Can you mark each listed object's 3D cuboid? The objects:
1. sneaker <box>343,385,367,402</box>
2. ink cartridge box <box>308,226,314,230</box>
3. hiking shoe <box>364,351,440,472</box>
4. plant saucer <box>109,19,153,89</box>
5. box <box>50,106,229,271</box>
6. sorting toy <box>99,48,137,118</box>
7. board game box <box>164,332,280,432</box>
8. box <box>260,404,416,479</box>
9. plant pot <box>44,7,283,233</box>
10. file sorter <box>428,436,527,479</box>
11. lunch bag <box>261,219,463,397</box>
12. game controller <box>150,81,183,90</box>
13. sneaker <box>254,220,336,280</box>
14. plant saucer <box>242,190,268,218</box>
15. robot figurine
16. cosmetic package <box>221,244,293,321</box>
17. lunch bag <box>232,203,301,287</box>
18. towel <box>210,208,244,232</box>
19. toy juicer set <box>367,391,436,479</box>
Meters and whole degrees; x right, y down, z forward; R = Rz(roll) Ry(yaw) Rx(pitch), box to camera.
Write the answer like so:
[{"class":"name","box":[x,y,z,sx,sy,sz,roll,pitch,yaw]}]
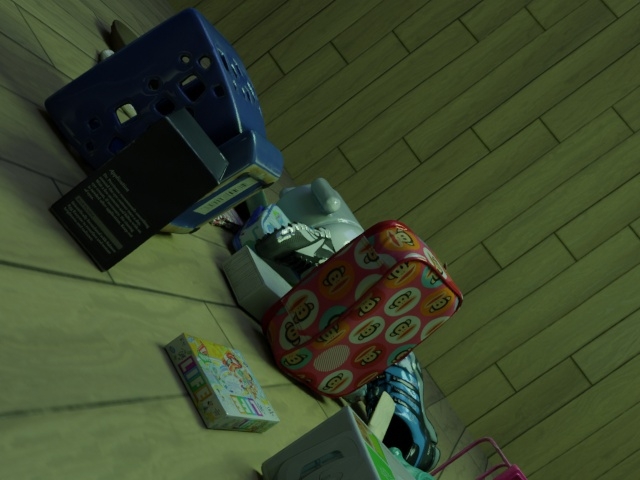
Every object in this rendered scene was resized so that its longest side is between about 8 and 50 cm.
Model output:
[{"class":"sneaker","box":[0.018,0.198,1.456,0.125,0.104,0.262,63,5,-45]},{"class":"ink cartridge box","box":[-0.040,0.043,1.668,0.088,0.122,0.052,56,2,16]},{"class":"hiking shoe","box":[0.135,0.292,1.454,0.132,0.113,0.304,16,48,-60]},{"class":"plant saucer","box":[-0.388,-0.378,1.764,0.278,0.041,0.278,53,6,-9]},{"class":"box","box":[-0.194,-0.063,0.868,0.093,0.158,0.156,52,5,-13]},{"class":"sorting toy","box":[-0.345,-0.270,1.480,0.193,0.038,0.208,51,7,-30]},{"class":"board game box","box":[-0.107,0.164,0.875,0.103,0.026,0.154,56,6,22]},{"class":"box","box":[0.075,0.347,0.797,0.262,0.127,0.231,52,4,-29]},{"class":"plant pot","box":[-0.187,-0.140,1.058,0.212,0.236,0.236,60,5,7]},{"class":"file sorter","box":[0.308,0.514,1.315,0.291,0.202,0.182,53,3,-9]},{"class":"lunch bag","box":[0.080,0.125,1.239,0.258,0.293,0.120,41,14,-47]},{"class":"game controller","box":[-0.244,-0.220,1.560,0.166,0.067,0.319,46,-10,32]},{"class":"sneaker","box":[-0.028,0.029,1.363,0.234,0.078,0.106,4,57,-64]},{"class":"plant saucer","box":[-0.181,-0.162,1.739,0.317,0.043,0.318,158,-90,-83]},{"class":"robot figurine","box":[0.000,0.000,1.836,0.353,0.199,0.300,-119,-155,-49]},{"class":"cosmetic package","box":[-0.070,0.112,1.314,0.239,0.060,0.099,47,11,-47]},{"class":"lunch bag","box":[-0.087,0.025,1.501,0.176,0.090,0.219,56,11,-12]},{"class":"towel","box":[-0.212,-0.081,1.508,0.144,0.029,0.197,55,3,9]},{"class":"toy juicer set","box":[0.116,0.394,1.123,0.329,0.089,0.209,59,25,16]}]
